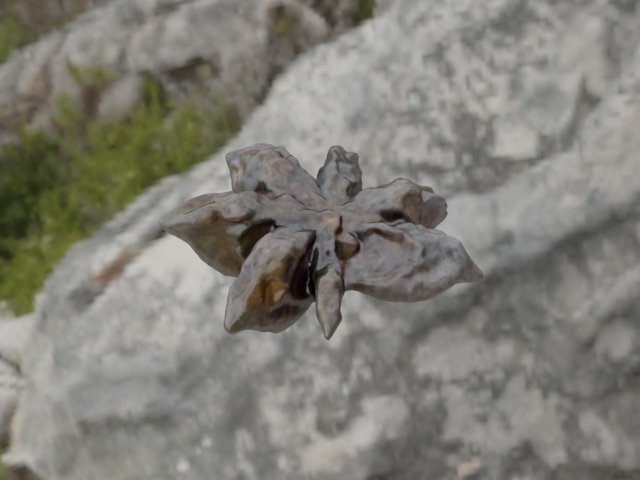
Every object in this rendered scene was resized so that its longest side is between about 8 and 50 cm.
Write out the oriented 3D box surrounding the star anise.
[{"bbox_3d":[-0.005,-0.011,1.209,0.212,0.073,0.197,-21,48,-31],"label":"star anise"}]
